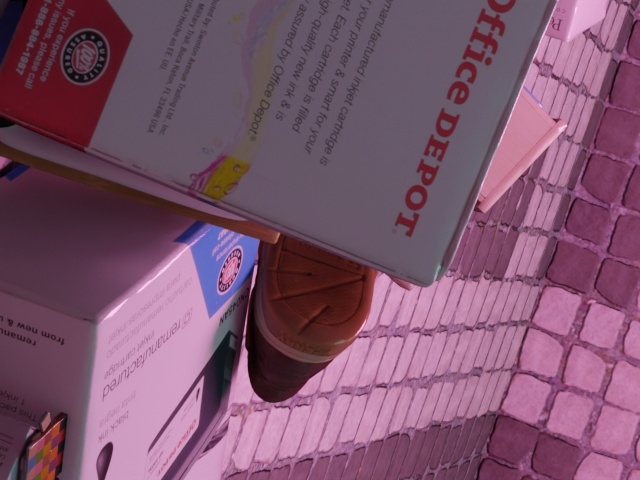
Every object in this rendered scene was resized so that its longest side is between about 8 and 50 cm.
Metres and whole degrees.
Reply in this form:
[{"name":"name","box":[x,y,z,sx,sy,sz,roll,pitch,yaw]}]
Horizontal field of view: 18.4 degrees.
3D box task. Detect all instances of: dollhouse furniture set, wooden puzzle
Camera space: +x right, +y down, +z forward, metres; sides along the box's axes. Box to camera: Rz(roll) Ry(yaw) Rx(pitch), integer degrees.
[{"name":"dollhouse furniture set","box":[0.094,-0.122,2.282,0.286,0.198,0.303,-46,-168,-6]},{"name":"wooden puzzle","box":[-0.187,0.147,1.323,0.049,0.006,0.083,-44,149,-55]}]

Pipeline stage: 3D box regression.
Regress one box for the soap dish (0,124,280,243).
[{"name":"soap dish","box":[-0.095,-0.171,1.406,0.118,0.228,0.291,-70,178,-84]}]

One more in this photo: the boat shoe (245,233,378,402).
[{"name":"boat shoe","box":[0.000,0.000,1.682,0.342,0.123,0.123,-78,-170,-47]}]

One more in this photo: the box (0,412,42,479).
[{"name":"box","box":[-0.287,0.187,1.322,0.186,0.145,0.038,-66,161,-9]}]

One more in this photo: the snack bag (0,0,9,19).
[{"name":"snack bag","box":[-0.234,-0.234,1.122,0.343,0.037,0.323,-67,155,-14]}]

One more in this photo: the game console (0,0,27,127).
[{"name":"game console","box":[-0.228,-0.113,1.281,0.107,0.071,0.122,-7,123,-31]}]

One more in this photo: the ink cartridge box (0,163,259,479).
[{"name":"ink cartridge box","box":[-0.191,0.143,1.525,0.285,0.166,0.395,-46,151,-56]}]

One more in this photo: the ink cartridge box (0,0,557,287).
[{"name":"ink cartridge box","box":[-0.031,-0.127,1.273,0.131,0.306,0.226,-163,-84,-83]}]

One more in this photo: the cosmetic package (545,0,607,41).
[{"name":"cosmetic package","box":[0.258,-0.432,2.217,0.155,0.197,0.366,-35,141,-61]}]
